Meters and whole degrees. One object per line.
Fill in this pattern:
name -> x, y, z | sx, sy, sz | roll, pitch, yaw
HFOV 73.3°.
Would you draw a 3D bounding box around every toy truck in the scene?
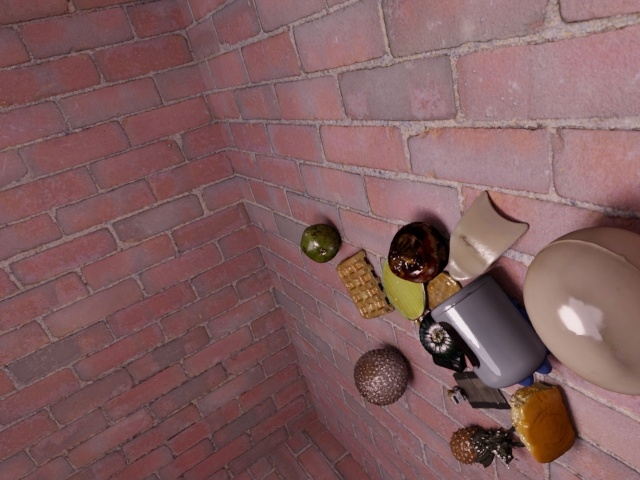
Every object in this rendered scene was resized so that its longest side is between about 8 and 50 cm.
toy truck -> 0.581, 0.670, 1.852 | 0.052, 0.062, 0.123 | 59, -177, 11

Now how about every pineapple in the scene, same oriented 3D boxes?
pineapple -> 0.671, 0.840, 1.757 | 0.166, 0.165, 0.364 | 58, 154, 13

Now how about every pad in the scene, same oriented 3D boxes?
pad -> 0.646, 0.610, 1.743 | 0.174, 0.022, 0.233 | 60, 155, 8

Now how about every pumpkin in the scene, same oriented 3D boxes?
pumpkin -> 0.473, 0.360, 1.652 | 0.202, 0.140, 0.202 | -6, 80, 40

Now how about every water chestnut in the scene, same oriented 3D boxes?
water chestnut -> 0.342, 0.048, 1.540 | 0.223, 0.238, 0.224 | -9, 78, 45

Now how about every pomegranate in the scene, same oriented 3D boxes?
pomegranate -> 0.000, 0.000, 2.259 | 0.248, 0.214, 0.214 | -90, -13, -65

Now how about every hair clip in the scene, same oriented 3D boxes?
hair clip -> 0.490, 0.012, 1.341 | 0.172, 0.113, 0.282 | 49, 152, 28

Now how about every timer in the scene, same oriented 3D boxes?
timer -> 0.515, 0.452, 1.777 | 0.144, 0.055, 0.187 | 5, 119, 50

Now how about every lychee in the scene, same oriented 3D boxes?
lychee -> 0.308, 0.681, 2.190 | 0.300, 0.300, 0.300 | 45, 150, 35

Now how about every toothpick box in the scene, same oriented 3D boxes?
toothpick box -> 0.560, 0.300, 1.368 | 0.355, 0.263, 0.263 | 55, 155, 16

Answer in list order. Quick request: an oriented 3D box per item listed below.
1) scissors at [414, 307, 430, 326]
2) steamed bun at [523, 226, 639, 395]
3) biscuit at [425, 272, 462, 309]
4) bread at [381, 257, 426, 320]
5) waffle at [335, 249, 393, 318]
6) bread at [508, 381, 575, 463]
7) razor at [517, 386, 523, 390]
scissors -> 0.474, 0.383, 1.858 | 0.318, 0.024, 0.160 | 58, 155, 12
steamed bun -> 0.637, 0.151, 0.945 | 0.374, 0.333, 0.334 | 60, 156, 6
biscuit -> 0.471, 0.206, 1.679 | 0.118, 0.029, 0.247 | 53, 154, 20
bread -> 0.359, 0.197, 1.847 | 0.301, 0.045, 0.301 | 47, 147, 45
waffle -> 0.215, 0.237, 2.172 | 0.348, 0.077, 0.304 | 61, 157, 6
bread -> 0.721, 0.590, 1.400 | 0.121, 0.174, 0.246 | -141, 29, -81
razor -> 0.726, 0.576, 1.532 | 0.068, 0.037, 0.191 | 2, 131, 16
